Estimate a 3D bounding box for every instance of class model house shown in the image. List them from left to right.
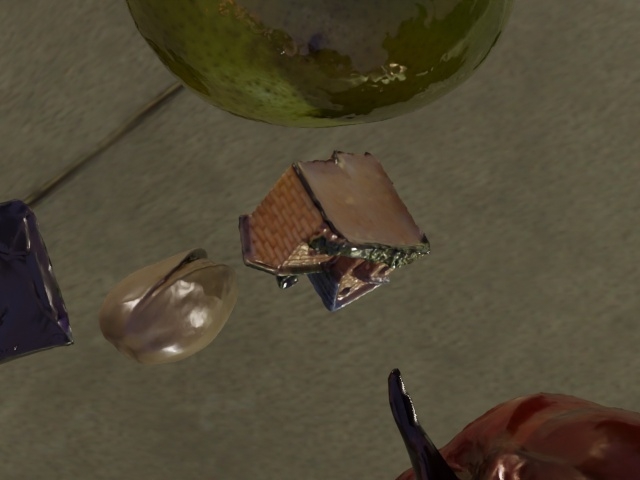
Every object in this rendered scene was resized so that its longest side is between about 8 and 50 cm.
[{"bbox_3d":[0.000,0.000,2.005,0.183,0.172,0.166,4,50,-48],"label":"model house"}]

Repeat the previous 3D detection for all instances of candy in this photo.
[{"bbox_3d":[-0.227,0.032,1.003,0.061,0.312,0.088,-20,95,-23],"label":"candy"}]

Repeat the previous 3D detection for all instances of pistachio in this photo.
[{"bbox_3d":[-0.180,0.080,1.959,0.226,0.135,0.136,-31,98,-56],"label":"pistachio"}]

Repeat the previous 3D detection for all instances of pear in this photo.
[{"bbox_3d":[-0.019,-0.138,0.661,0.216,0.166,0.180,17,120,-34],"label":"pear"}]

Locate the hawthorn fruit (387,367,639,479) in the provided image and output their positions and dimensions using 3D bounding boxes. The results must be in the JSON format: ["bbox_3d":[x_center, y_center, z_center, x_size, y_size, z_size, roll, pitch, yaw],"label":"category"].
[{"bbox_3d":[0.125,0.181,0.809,0.254,0.254,0.300,-38,107,-19],"label":"hawthorn fruit"}]
